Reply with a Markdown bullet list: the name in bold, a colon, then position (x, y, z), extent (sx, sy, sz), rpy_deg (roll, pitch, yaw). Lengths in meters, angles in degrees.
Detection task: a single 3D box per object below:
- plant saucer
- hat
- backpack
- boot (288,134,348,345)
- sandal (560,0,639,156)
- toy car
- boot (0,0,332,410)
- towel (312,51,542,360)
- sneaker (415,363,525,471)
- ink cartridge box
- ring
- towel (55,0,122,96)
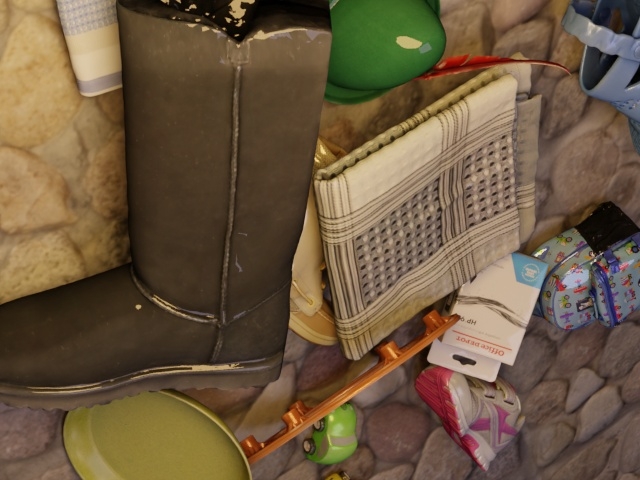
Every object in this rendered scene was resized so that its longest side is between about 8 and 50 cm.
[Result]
- **plant saucer**: position (-0.190, 0.253, 1.744), extent (0.037, 0.241, 0.241), rpy_deg (-64, 163, -50)
- **hat**: position (0.108, -0.192, 1.573), extent (0.208, 0.183, 0.173), rpy_deg (-46, 138, 5)
- **backpack**: position (0.368, 0.054, 2.025), extent (0.173, 0.117, 0.158), rpy_deg (-27, 135, -11)
- **boot**: position (0.000, 0.000, 1.725), extent (0.203, 0.095, 0.262), rpy_deg (-46, 132, 4)
- **sandal**: position (0.378, -0.217, 1.810), extent (0.138, 0.126, 0.317), rpy_deg (-30, 129, -8)
- **toy car**: position (-0.001, 0.324, 2.023), extent (0.239, 0.053, 0.225), rpy_deg (-2, 125, -36)
- **boot**: position (-0.183, -0.042, 1.474), extent (0.367, 0.146, 0.445), rpy_deg (-5, 131, -18)
- **towel**: position (0.140, -0.033, 1.718), extent (0.324, 0.056, 0.312), rpy_deg (-33, 139, -22)
- **sneaker**: position (0.219, 0.226, 2.080), extent (0.111, 0.103, 0.252), rpy_deg (-42, 145, -5)
- **ink cartridge box**: position (0.219, 0.095, 1.919), extent (0.104, 0.060, 0.180), rpy_deg (18, 95, -8)
- **ring**: position (0.029, 0.180, 1.814), extent (0.336, 0.032, 0.336), rpy_deg (-35, 176, -3)
- **towel**: position (-0.164, -0.284, 1.410), extent (0.209, 0.034, 0.285), rpy_deg (-22, 133, -17)
